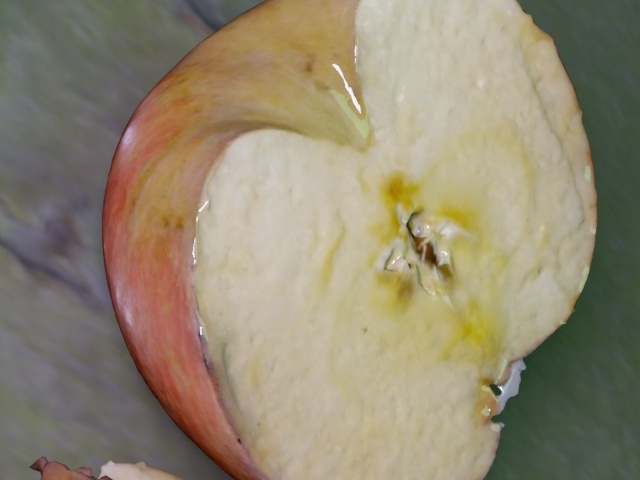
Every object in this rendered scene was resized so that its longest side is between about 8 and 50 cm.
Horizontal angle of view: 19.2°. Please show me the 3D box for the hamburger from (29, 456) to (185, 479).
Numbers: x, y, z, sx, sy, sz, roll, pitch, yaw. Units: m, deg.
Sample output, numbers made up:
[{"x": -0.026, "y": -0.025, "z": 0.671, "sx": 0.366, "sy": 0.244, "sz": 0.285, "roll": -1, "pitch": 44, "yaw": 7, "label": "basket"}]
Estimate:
[{"x": -0.050, "y": 0.254, "z": 0.880, "sx": 0.155, "sy": 0.245, "sz": 0.282, "roll": -44, "pitch": 155, "yaw": -49, "label": "hamburger"}]

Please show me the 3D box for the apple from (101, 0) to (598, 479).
[{"x": 0.000, "y": 0.000, "z": 1.004, "sx": 0.293, "sy": 0.163, "sz": 0.251, "roll": -48, "pitch": 122, "yaw": -28, "label": "apple"}]
